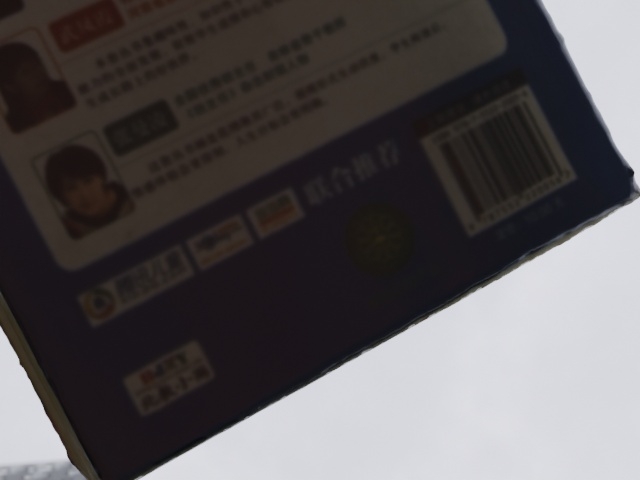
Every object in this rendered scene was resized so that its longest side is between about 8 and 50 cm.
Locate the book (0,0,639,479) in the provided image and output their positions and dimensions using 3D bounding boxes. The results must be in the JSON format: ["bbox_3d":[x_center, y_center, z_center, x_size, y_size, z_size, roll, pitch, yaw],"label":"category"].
[{"bbox_3d":[-0.068,-0.144,0.619,0.300,0.039,0.428,-27,-90,-18],"label":"book"}]
